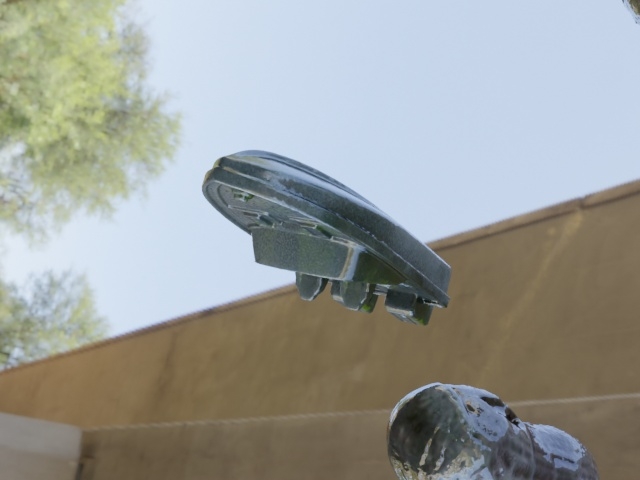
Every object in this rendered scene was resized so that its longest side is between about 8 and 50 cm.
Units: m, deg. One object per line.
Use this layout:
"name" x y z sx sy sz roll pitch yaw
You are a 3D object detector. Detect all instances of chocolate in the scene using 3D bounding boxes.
"chocolate" 0.153 0.194 0.787 0.110 0.248 0.110 -38 -145 34

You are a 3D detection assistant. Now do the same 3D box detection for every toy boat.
"toy boat" 0.000 0.000 0.780 0.141 0.319 0.092 11 -104 32

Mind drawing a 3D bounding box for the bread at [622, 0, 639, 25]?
"bread" 0.321 -0.206 0.713 0.134 0.148 0.141 42 -66 19
